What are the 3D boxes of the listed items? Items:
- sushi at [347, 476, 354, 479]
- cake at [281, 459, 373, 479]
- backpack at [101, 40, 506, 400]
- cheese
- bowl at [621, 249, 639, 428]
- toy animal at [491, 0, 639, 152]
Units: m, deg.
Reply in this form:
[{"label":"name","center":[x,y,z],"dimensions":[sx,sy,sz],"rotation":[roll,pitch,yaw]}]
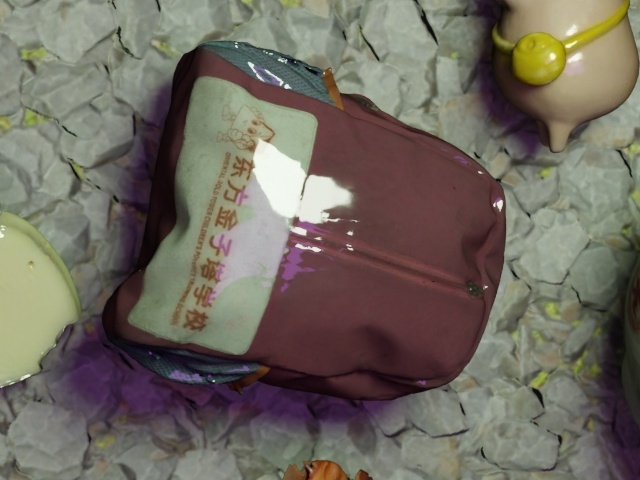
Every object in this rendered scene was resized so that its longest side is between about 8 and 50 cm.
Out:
[{"label":"sushi","center":[0.068,0.348,1.450],"dimensions":[0.192,0.050,0.215],"rotation":[21,87,14]},{"label":"cake","center":[0.006,0.326,1.403],"dimensions":[0.098,0.135,0.287],"rotation":[4,103,9]},{"label":"backpack","center":[0.000,0.000,1.337],"dimensions":[0.317,0.197,0.283],"rotation":[16,92,-15]},{"label":"cheese","center":[-0.279,0.001,1.330],"dimensions":[0.127,0.050,0.255],"rotation":[-18,117,-19]},{"label":"bowl","center":[0.371,0.116,1.396],"dimensions":[0.337,0.337,0.157],"rotation":[36,130,-11]},{"label":"toy animal","center":[0.212,-0.202,1.368],"dimensions":[0.149,0.165,0.248],"rotation":[7,101,-15]}]
